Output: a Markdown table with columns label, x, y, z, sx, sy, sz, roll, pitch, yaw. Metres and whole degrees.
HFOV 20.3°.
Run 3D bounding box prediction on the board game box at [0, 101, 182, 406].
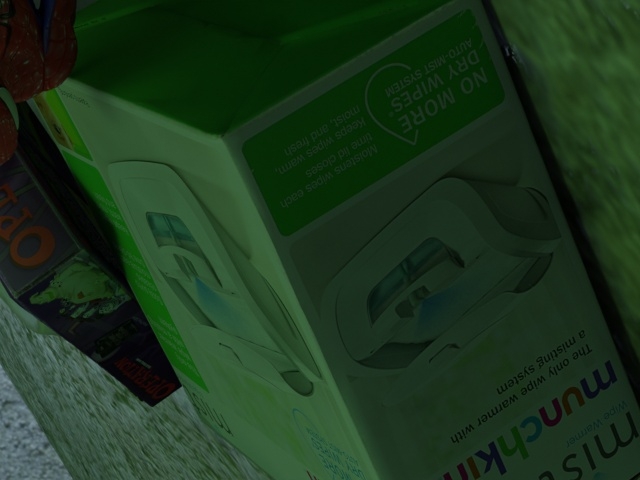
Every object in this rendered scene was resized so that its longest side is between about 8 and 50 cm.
| label | x | y | z | sx | sy | sz | roll | pitch | yaw |
| --- | --- | --- | --- | --- | --- | --- | --- | --- | --- |
| board game box | -0.198 | -0.075 | 1.010 | 0.347 | 0.056 | 0.208 | 54 | 175 | 25 |

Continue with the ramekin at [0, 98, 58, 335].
| label | x | y | z | sx | sy | sz | roll | pitch | yaw |
| --- | --- | --- | --- | --- | --- | --- | --- | --- | --- |
| ramekin | -0.208 | -0.054 | 1.295 | 0.273 | 0.127 | 0.273 | 50 | 162 | 23 |

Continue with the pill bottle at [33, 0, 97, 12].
| label | x | y | z | sx | sy | sz | roll | pitch | yaw |
| --- | --- | --- | --- | --- | --- | --- | --- | --- | --- |
| pill bottle | -0.168 | -0.162 | 1.030 | 0.094 | 0.094 | 0.169 | 59 | 165 | -8 |

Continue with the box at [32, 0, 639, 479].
| label | x | y | z | sx | sy | sz | roll | pitch | yaw |
| --- | --- | --- | --- | --- | --- | --- | --- | --- | --- |
| box | 0.000 | 0.000 | 0.802 | 0.262 | 0.126 | 0.231 | 26 | 144 | 60 |

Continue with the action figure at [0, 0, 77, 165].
| label | x | y | z | sx | sy | sz | roll | pitch | yaw |
| --- | --- | --- | --- | --- | --- | --- | --- | --- | --- |
| action figure | -0.148 | -0.169 | 0.753 | 0.139 | 0.091 | 0.280 | 110 | 154 | -60 |
